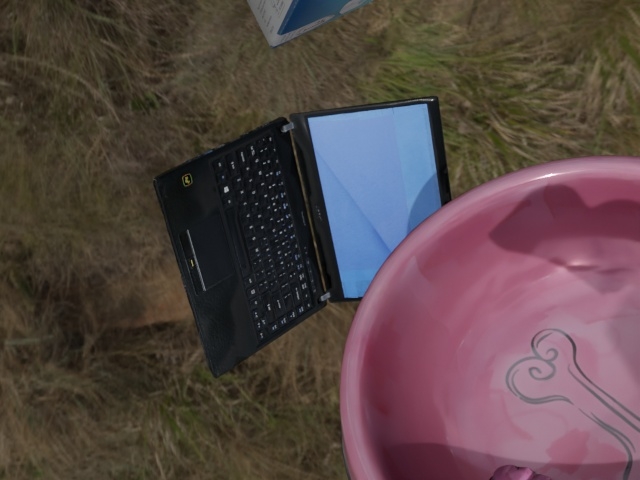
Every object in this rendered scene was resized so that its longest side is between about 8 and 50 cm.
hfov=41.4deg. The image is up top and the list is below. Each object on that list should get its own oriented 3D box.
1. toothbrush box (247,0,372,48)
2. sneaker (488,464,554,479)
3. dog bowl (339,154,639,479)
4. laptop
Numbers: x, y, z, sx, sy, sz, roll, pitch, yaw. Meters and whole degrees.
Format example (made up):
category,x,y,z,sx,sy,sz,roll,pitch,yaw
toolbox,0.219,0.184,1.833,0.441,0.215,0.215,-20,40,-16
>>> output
category,x,y,z,sx,sy,sz,roll,pitch,yaw
toothbrush box,0.079,-0.275,0.603,0.295,0.216,0.126,-27,93,-9
sneaker,0.094,0.142,0.242,0.072,0.178,0.077,-45,121,3
dog bowl,0.194,0.114,0.600,0.408,0.408,0.150,-35,140,-3
laptop,0.000,0.000,0.864,0.264,0.136,0.234,-31,121,-34
